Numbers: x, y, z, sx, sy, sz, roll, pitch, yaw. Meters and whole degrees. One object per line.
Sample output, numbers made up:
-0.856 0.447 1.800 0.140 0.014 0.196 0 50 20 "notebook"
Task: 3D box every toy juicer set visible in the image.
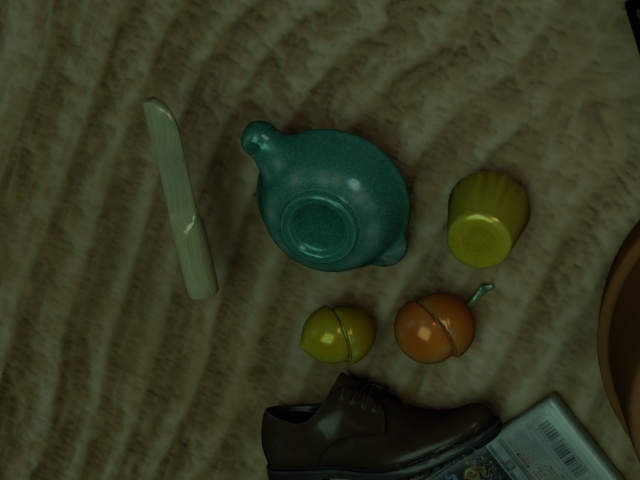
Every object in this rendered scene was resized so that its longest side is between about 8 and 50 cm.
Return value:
0.000 0.000 1.191 0.329 0.089 0.209 17 123 6 "toy juicer set"

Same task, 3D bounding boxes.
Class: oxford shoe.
0.046 0.162 1.218 0.227 0.083 0.096 -11 97 21 "oxford shoe"

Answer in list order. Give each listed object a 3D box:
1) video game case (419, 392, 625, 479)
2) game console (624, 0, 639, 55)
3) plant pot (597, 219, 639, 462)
0.197 0.253 1.222 0.173 0.022 0.190 -38 91 24 "video game case"
0.313 -0.252 1.025 0.213 0.044 0.361 -16 99 23 "game console"
0.340 0.098 1.028 0.291 0.203 0.290 6 107 19 "plant pot"
